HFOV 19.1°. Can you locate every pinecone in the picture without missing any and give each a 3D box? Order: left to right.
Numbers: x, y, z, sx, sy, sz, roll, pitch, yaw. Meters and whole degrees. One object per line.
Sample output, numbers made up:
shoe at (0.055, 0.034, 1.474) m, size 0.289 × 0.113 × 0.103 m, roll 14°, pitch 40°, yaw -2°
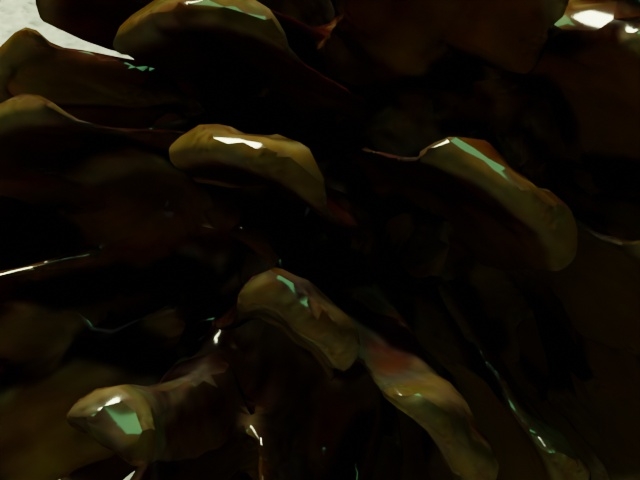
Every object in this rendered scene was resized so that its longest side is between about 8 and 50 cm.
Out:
pinecone at (0.000, 0.000, 0.755) m, size 0.384 × 0.384 × 0.384 m, roll 3°, pitch 30°, yaw -2°
